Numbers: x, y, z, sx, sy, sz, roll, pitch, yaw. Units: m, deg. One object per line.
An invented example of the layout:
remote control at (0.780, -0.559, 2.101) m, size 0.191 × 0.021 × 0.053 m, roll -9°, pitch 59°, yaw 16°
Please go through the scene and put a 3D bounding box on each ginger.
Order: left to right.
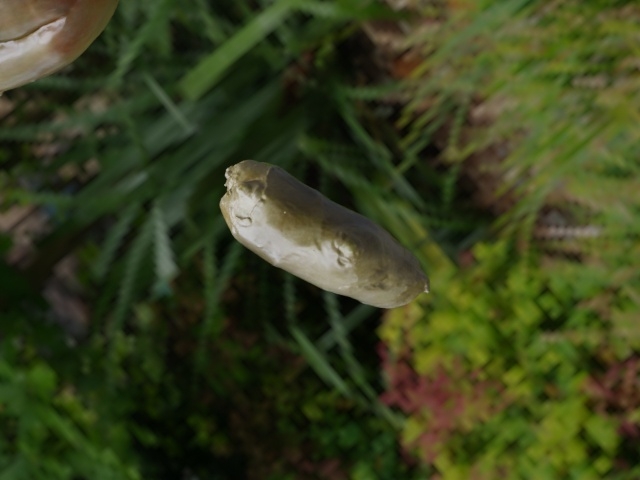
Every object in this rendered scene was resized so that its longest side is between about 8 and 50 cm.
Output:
ginger at (0.001, -0.001, 1.528) m, size 0.190 × 0.069 × 0.095 m, roll 29°, pitch -159°, yaw 3°

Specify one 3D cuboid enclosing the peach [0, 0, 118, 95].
peach at (-0.272, -0.247, 1.435) m, size 0.292 × 0.247 × 0.292 m, roll 27°, pitch 162°, yaw 9°
